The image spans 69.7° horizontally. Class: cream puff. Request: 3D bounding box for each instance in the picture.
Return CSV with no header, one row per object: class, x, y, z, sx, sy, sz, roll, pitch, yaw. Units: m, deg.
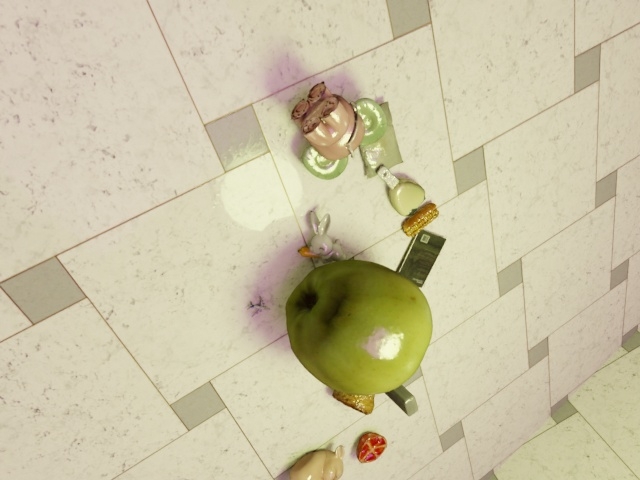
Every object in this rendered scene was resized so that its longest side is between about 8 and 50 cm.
cream puff,0.156,0.596,1.866,0.183,0.183,0.169,41,66,-36

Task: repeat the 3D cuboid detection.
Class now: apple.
apple,0.118,0.277,1.506,0.474,0.473,0.473,-12,117,-24

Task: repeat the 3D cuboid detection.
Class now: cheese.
cheese,0.273,-0.183,1.605,0.127,0.054,0.251,-52,132,1

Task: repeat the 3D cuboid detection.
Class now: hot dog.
hot dog,0.376,-0.076,1.731,0.165,0.045,0.071,-38,127,-10

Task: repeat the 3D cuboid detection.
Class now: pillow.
pillow,0.188,-0.325,1.510,0.148,0.050,0.229,-27,126,-9

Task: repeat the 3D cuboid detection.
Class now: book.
book,0.393,0.074,1.823,0.160,0.024,0.228,17,103,-33

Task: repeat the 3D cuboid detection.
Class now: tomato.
tomato,0.225,0.932,2.097,0.156,0.069,0.155,-10,115,-22

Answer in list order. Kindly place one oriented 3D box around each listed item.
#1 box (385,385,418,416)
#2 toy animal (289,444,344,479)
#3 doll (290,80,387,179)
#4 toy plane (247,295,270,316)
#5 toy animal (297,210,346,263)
box,0.295,0.606,1.878,0.055,0.244,0.103,-32,124,-17
toy animal,-0.015,0.970,1.932,0.250,0.154,0.166,-9,159,-35
doll,0.048,-0.310,1.336,0.284,0.216,0.268,-42,133,15
toy plane,-0.208,0.226,1.556,0.084,0.024,0.078,14,104,-40
toy animal,0.000,0.000,1.544,0.181,0.131,0.127,47,53,-43
